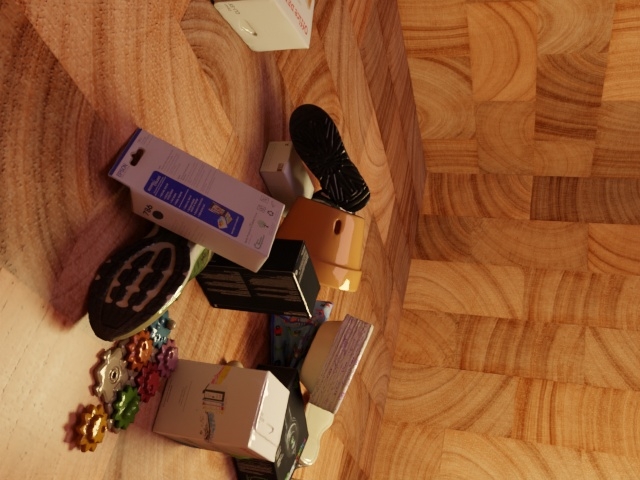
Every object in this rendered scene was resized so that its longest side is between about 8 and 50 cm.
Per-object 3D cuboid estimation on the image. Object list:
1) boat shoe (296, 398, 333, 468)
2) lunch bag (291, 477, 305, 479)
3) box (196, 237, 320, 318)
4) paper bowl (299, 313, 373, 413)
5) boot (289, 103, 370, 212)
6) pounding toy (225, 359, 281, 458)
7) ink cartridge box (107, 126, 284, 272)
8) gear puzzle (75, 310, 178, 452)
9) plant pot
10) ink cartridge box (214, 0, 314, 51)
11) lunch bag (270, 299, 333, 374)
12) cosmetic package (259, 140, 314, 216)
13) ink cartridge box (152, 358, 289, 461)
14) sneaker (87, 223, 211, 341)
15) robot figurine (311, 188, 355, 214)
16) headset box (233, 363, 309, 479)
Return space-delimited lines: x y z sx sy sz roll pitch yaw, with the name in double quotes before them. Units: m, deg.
"boat shoe" -0.041 0.641 2.266 0.116 0.096 0.324 44 32 -11
"lunch bag" -0.058 0.826 1.966 0.108 0.279 0.224 35 62 -64
"box" -0.151 0.083 1.570 0.184 0.261 0.103 74 27 -46
"paper bowl" 0.037 0.351 1.965 0.284 0.148 0.284 24 90 -85
"boot" 0.026 -0.229 1.955 0.348 0.131 0.260 61 5 -5
"pounding toy" -0.173 0.410 1.660 0.110 0.182 0.237 -51 -159 44
"ink cartridge box" -0.240 -0.079 1.306 0.065 0.332 0.165 -50 -163 41
"gear puzzle" -0.367 0.271 1.304 0.339 0.044 0.176 -56 145 -56
"plant pot" 0.000 0.000 1.891 0.204 0.290 0.291 -71 162 3
"ink cartridge box" -0.119 -0.706 1.663 0.279 0.160 0.385 30 66 -70
"lunch bag" -0.081 0.340 2.091 0.221 0.138 0.293 -34 138 -69
"cosmetic package" -0.096 -0.175 1.964 0.231 0.085 0.117 65 34 -52
"ink cartridge box" -0.213 0.378 1.489 0.171 0.232 0.168 62 37 -58
"sneaker" -0.304 0.074 1.331 0.410 0.158 0.182 -58 162 -47
"robot figurine" 0.014 -0.075 2.158 0.278 0.209 0.174 -40 142 -62
"headset box" -0.144 0.523 1.883 0.246 0.131 0.283 -58 146 -56
